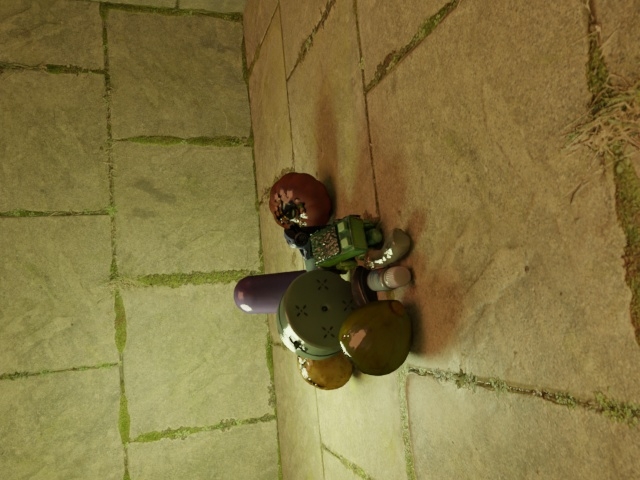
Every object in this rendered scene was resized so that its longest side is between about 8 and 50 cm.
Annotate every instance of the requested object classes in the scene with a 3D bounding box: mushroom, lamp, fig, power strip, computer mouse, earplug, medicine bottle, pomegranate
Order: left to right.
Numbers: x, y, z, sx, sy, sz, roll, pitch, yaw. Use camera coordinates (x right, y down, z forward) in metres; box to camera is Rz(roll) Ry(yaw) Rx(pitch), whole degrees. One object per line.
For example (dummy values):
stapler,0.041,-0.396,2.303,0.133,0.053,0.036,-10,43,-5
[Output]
earplug,-0.172,0.240,2.373,0.215,0.455,0.215,178,90,-74
lamp,-0.085,-0.174,2.374,0.239,0.305,0.306,-44,-31,-52
power strip,-0.011,0.304,2.062,0.161,0.357,0.358,122,141,-56
pomegranate,0.015,0.506,2.201,0.260,0.260,0.261,177,90,-71
computer mouse,0.161,0.209,1.982,0.126,0.071,0.231,141,122,-67
fig,0.188,0.301,1.690,0.271,0.239,0.239,-67,29,26
mushroom,0.221,0.041,1.737,0.092,0.081,0.223,50,147,5
medicine bottle,0.231,0.129,1.747,0.203,0.083,0.084,160,105,-70

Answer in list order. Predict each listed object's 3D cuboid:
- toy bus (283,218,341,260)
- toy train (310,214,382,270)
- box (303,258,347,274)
toy bus,0.000,0.000,2.079,0.125,0.292,0.133,-131,39,-61
toy train,0.094,0.015,1.909,0.271,0.188,0.159,-26,65,44
box,0.013,0.060,2.221,0.130,0.162,0.227,-41,51,40
